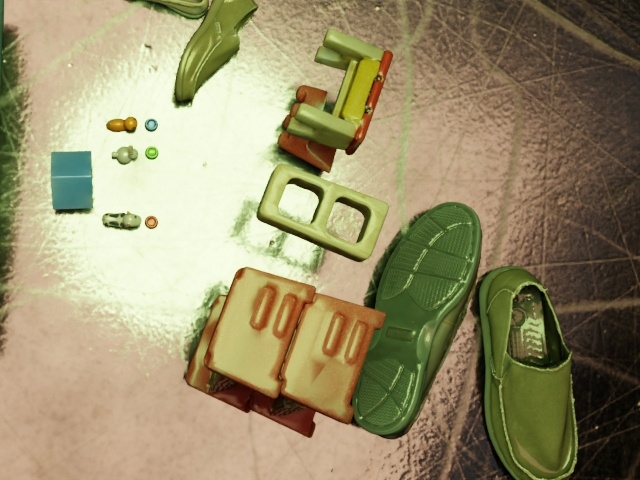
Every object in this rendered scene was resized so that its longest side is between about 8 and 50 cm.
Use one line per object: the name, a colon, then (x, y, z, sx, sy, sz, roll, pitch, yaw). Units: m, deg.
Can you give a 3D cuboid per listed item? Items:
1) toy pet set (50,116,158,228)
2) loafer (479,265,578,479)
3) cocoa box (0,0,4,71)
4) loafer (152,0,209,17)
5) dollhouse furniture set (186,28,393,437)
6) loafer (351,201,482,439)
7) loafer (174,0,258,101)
toy pet set: (-0.226, -0.074, 1.429, 0.114, 0.065, 0.122, -1, 86, -9)
loafer: (0.227, 0.152, 1.471, 0.094, 0.087, 0.251, -12, 88, -9)
cocoa box: (-0.424, -0.081, 1.273, 0.228, 0.231, 0.347, 4, 104, -10)
loafer: (-0.179, -0.279, 1.462, 0.125, 0.039, 0.045, 20, 84, -7)
dollhouse furniture set: (0.000, 0.000, 1.399, 0.152, 0.201, 0.374, 21, 77, -6)
loafer: (0.108, 0.089, 1.474, 0.096, 0.084, 0.267, 18, 78, 24)
loafer: (-0.113, -0.212, 1.460, 0.050, 0.056, 0.148, 25, 83, 0)
